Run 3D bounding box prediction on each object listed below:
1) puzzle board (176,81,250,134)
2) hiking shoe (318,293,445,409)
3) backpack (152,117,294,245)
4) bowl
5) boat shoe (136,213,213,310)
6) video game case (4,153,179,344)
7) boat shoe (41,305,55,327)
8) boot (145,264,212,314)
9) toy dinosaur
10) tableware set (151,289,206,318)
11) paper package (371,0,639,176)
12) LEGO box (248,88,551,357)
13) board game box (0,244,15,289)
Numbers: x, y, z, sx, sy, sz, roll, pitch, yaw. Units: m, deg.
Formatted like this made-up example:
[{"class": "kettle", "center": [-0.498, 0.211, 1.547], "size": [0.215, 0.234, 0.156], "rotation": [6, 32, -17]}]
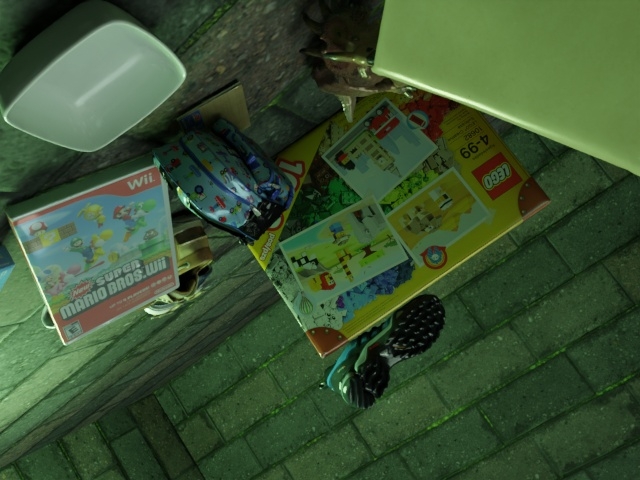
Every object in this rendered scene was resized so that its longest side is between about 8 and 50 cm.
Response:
[{"class": "puzzle board", "center": [-0.147, -0.168, 0.757], "size": [0.097, 0.011, 0.128], "rotation": [-32, 170, -8]}, {"class": "hiking shoe", "center": [0.129, 0.206, 1.115], "size": [0.304, 0.113, 0.132], "rotation": [-37, -158, -24]}, {"class": "backpack", "center": [-0.134, -0.089, 0.732], "size": [0.117, 0.158, 0.173], "rotation": [-43, 157, 7]}, {"class": "bowl", "center": [-0.209, -0.152, 0.492], "size": [0.142, 0.053, 0.142], "rotation": [-35, 171, 7]}, {"class": "boat shoe", "center": [-0.311, 0.075, 1.081], "size": [0.123, 0.116, 0.324], "rotation": [-26, 167, -43]}, {"class": "video game case", "center": [-0.311, 0.022, 0.790], "size": [0.204, 0.025, 0.285], "rotation": [-29, 148, -30]}, {"class": "boat shoe", "center": [-0.393, 0.084, 0.919], "size": [0.258, 0.095, 0.084], "rotation": [-42, 173, 33]}, {"class": "boot", "center": [-0.350, 0.110, 1.323], "size": [0.086, 0.069, 0.190], "rotation": [-49, 172, 33]}, {"class": "toy dinosaur", "center": [0.045, -0.245, 0.731], "size": [0.201, 0.127, 0.296], "rotation": [-22, 179, -23]}, {"class": "tableware set", "center": [-0.411, 0.178, 1.563], "size": [0.169, 0.020, 0.141], "rotation": [-35, 171, 7]}, {"class": "paper package", "center": [0.226, -0.251, 0.423], "size": [0.168, 0.310, 0.324], "rotation": [-28, 139, -42]}, {"class": "LEGO box", "center": [0.115, -0.063, 1.082], "size": [0.500, 0.372, 0.193], "rotation": [-35, 170, 1]}, {"class": "board game box", "center": [-0.515, 0.085, 0.670], "size": [0.160, 0.039, 0.212], "rotation": [-41, 168, 35]}]
